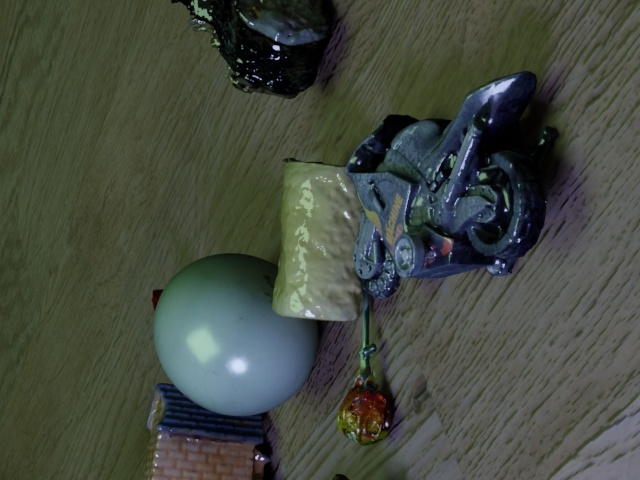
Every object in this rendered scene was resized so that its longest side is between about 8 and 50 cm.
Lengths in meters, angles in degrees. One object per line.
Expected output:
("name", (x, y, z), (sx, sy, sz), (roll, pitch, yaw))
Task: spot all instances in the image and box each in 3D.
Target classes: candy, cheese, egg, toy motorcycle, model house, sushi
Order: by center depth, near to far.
("toy motorcycle", (0.104, -0.046, 1.238), (0.307, 0.108, 0.173), (-23, 68, 60))
("cheese", (0.000, 0.000, 1.434), (0.123, 0.093, 0.167), (11, 94, 64))
("candy", (0.048, 0.117, 1.448), (0.060, 0.060, 0.201), (-11, 77, 63))
("sushi", (-0.079, -0.256, 1.521), (0.212, 0.147, 0.115), (63, 145, 31))
("egg", (-0.103, 0.104, 1.584), (0.264, 0.182, 0.183), (-152, 61, -66))
("model house", (-0.153, 0.265, 1.759), (0.183, 0.166, 0.172), (147, 127, -70))

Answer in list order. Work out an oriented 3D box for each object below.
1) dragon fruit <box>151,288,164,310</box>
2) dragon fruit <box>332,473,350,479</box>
("dragon fruit", (-0.161, 0.137, 1.831), (0.162, 0.083, 0.106), (44, 145, 41))
("dragon fruit", (0.021, 0.345, 1.433), (0.262, 0.134, 0.212), (38, 124, 56))
